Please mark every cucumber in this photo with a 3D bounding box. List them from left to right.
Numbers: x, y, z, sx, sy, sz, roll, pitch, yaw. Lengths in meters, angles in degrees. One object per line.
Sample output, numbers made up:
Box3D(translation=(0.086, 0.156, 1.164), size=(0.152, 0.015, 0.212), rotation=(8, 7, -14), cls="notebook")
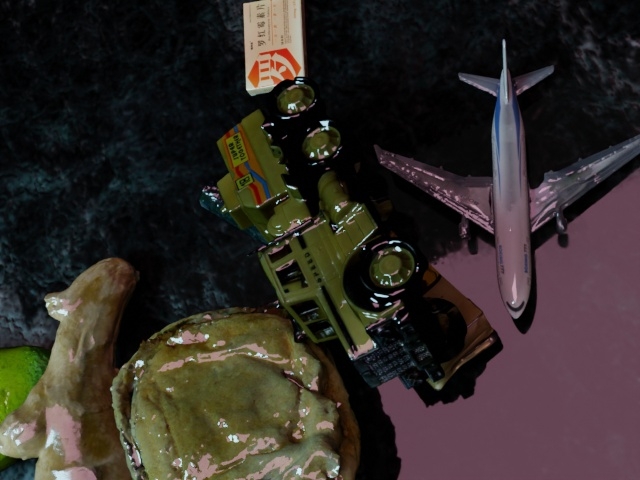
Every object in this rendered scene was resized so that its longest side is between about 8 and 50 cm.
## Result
Box3D(translation=(-0.047, -0.013, 0.788), size=(0.133, 0.032, 0.032), rotation=(29, 86, 20), cls="cucumber")

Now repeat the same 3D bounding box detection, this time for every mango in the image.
Box3D(translation=(-0.312, 0.154, 0.791), size=(0.178, 0.100, 0.119), rotation=(-30, 65, -4), cls="mango")

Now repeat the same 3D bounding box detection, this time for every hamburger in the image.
Box3D(translation=(-0.065, 0.152, 0.710), size=(0.183, 0.130, 0.206), rotation=(-18, 58, -3), cls="hamburger")

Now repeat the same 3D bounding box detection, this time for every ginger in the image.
Box3D(translation=(-0.202, 0.173, 0.751), size=(0.148, 0.081, 0.333), rotation=(1, 76, -2), cls="ginger")

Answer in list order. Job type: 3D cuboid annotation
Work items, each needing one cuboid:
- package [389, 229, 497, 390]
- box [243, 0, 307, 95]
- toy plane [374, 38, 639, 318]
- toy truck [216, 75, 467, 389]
Box3D(translation=(0.075, 0.054, 0.725), size=(0.071, 0.047, 0.131), rotation=(-46, 49, 0), cls="package")
Box3D(translation=(-0.043, -0.186, 0.839), size=(0.058, 0.015, 0.093), rotation=(-6, 74, 13), cls="box")
Box3D(translation=(0.155, -0.047, 0.722), size=(0.226, 0.058, 0.226), rotation=(-3, 79, 12), cls="toy plane")
Box3D(translation=(0.005, -0.001, 0.682), size=(0.127, 0.127, 0.257), rotation=(-32, 52, 0), cls="toy truck")
